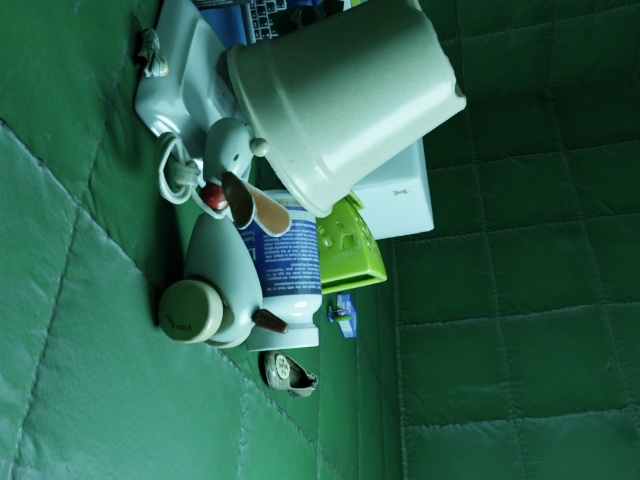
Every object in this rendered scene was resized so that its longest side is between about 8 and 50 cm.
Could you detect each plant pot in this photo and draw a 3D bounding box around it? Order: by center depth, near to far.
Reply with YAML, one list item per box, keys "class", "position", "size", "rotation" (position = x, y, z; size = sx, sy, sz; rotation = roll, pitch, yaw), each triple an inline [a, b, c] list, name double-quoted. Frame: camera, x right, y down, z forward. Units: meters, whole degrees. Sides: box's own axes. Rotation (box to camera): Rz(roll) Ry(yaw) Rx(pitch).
- class: "plant pot"
  position: [0.061, -0.254, 1.073]
  size: [0.334, 0.305, 0.334]
  rotation: [56, 17, -27]
- class: "plant pot"
  position: [0.000, 0.000, 1.342]
  size: [0.228, 0.227, 0.207]
  rotation: [32, 45, -73]

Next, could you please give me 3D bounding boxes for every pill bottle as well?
- class: "pill bottle"
  position: [-0.076, 0.056, 1.109]
  size: [0.153, 0.153, 0.265]
  rotation: [32, 51, -74]

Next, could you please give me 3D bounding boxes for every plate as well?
- class: "plate"
  position: [-0.170, -0.216, 1.006]
  size: [0.277, 0.045, 0.278]
  rotation: [53, 32, -48]

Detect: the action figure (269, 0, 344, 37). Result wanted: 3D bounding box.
- class: "action figure"
  position: [-0.008, -0.344, 1.234]
  size: [0.232, 0.137, 0.064]
  rotation: [76, 12, -54]

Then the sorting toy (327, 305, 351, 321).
- class: "sorting toy"
  position: [0.050, 0.204, 1.796]
  size: [0.102, 0.061, 0.042]
  rotation: [159, -76, -79]

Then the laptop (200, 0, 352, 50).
- class: "laptop"
  position: [-0.063, -0.409, 1.283]
  size: [0.236, 0.407, 0.382]
  rotation: [-167, -114, -67]

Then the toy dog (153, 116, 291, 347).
- class: "toy dog"
  position: [-0.107, 0.005, 0.878]
  size: [0.220, 0.160, 0.334]
  rotation: [-39, 133, -69]

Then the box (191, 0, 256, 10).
- class: "box"
  position: [-0.166, -0.520, 0.991]
  size: [0.165, 0.143, 0.271]
  rotation: [-58, 142, -44]

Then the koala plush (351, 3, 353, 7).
- class: "koala plush"
  position: [-0.048, -0.600, 1.591]
  size: [0.221, 0.203, 0.196]
  rotation: [48, 50, -18]

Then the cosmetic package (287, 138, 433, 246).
- class: "cosmetic package"
  position: [0.105, -0.238, 1.689]
  size: [0.329, 0.327, 0.394]
  rotation: [54, 30, -64]

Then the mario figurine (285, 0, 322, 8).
- class: "mario figurine"
  position: [-0.083, -0.559, 1.191]
  size: [0.198, 0.170, 0.321]
  rotation: [-94, 168, -57]

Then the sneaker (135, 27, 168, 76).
- class: "sneaker"
  position: [-0.235, -0.256, 0.866]
  size: [0.032, 0.036, 0.083]
  rotation: [100, -31, -58]

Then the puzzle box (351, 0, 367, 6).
- class: "puzzle box"
  position: [0.026, -0.687, 1.616]
  size: [0.052, 0.272, 0.409]
  rotation: [-46, 124, -18]

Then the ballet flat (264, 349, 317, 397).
- class: "ballet flat"
  position: [-0.056, 0.272, 1.286]
  size: [0.250, 0.058, 0.084]
  rotation: [58, 26, -61]

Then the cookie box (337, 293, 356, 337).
- class: "cookie box"
  position: [0.081, 0.231, 1.958]
  size: [0.107, 0.040, 0.092]
  rotation: [70, 18, -46]
